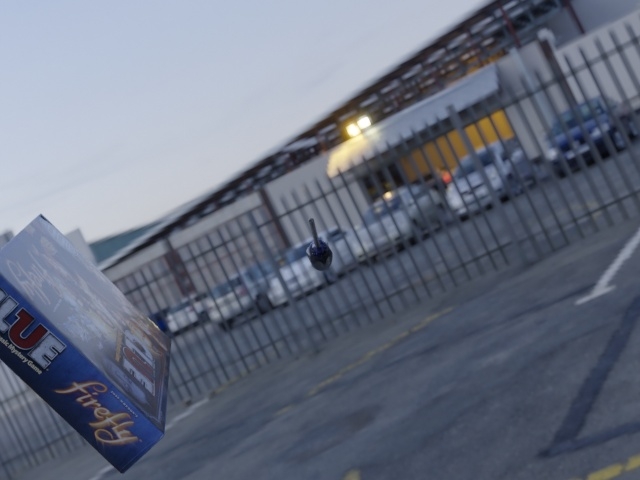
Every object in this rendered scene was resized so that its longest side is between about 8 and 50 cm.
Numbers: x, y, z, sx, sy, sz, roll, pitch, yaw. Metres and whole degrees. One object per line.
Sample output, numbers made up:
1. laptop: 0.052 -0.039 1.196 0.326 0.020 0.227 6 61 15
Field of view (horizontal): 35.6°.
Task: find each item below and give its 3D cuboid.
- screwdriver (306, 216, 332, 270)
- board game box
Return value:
1. screwdriver: 0.000 0.000 0.864 0.025 0.024 0.170 -23 -13 -7
2. board game box: -0.187 0.066 0.763 0.042 0.165 0.243 -43 12 1
